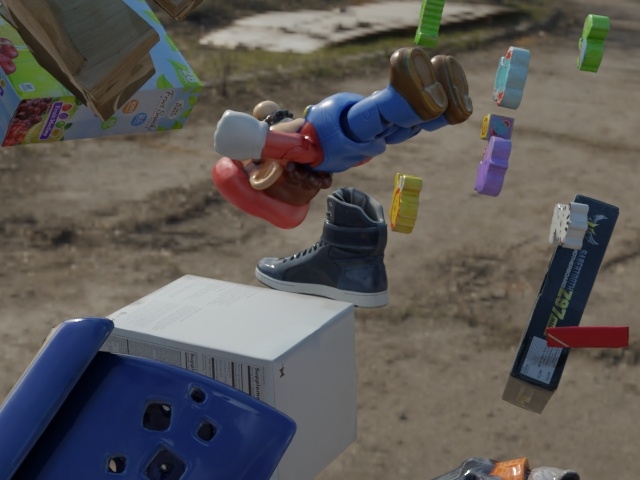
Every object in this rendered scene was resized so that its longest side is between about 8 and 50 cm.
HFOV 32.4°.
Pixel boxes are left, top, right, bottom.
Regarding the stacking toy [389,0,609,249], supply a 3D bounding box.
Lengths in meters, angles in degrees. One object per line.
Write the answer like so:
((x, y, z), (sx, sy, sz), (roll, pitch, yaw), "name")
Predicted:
((0.158, -0.104, 0.961), (0.167, 0.221, 0.052), (9, 1, -6), "stacking toy")

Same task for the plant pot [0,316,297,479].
((-0.185, 0.200, 0.938), (0.212, 0.236, 0.236), (35, -16, -8), "plant pot")

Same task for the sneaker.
((0.002, 0.000, 1.592), (0.226, 0.163, 0.086), (8, 17, 34), "sneaker")

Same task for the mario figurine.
((-0.001, -0.142, 1.266), (0.321, 0.198, 0.170), (-24, 43, 29), "mario figurine")

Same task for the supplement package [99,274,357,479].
((-0.114, 0.181, 1.403), (0.263, 0.198, 0.199), (9, 21, 29), "supplement package")

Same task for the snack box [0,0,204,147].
((-0.246, -0.183, 1.077), (0.207, 0.070, 0.174), (-12, 58, -44), "snack box")

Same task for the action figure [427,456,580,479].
((0.075, 0.270, 0.924), (0.330, 0.178, 0.341), (-20, -7, 7), "action figure")

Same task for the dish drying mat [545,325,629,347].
((0.276, 0.101, 1.143), (0.083, 0.032, 0.008), (-1, 44, 15), "dish drying mat")

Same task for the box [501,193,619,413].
((0.285, 0.081, 1.321), (0.059, 0.232, 0.183), (21, -14, 11), "box")

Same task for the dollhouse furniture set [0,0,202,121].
((-0.116, -0.307, 0.635), (0.303, 0.355, 0.174), (42, -10, 10), "dollhouse furniture set")
